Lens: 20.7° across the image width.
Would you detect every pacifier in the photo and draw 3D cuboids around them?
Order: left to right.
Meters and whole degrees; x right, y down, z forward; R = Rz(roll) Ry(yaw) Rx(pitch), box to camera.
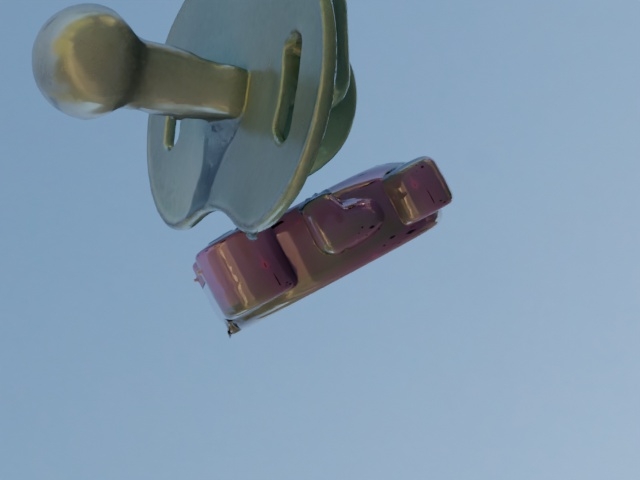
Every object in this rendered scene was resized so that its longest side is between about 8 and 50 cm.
[{"bbox_3d":[-0.116,-0.150,1.509,0.269,0.343,0.288,12,-97,-31],"label":"pacifier"}]

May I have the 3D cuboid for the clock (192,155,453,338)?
[{"bbox_3d":[0.000,0.000,1.689,0.248,0.227,0.090,-27,-91,-6],"label":"clock"}]
